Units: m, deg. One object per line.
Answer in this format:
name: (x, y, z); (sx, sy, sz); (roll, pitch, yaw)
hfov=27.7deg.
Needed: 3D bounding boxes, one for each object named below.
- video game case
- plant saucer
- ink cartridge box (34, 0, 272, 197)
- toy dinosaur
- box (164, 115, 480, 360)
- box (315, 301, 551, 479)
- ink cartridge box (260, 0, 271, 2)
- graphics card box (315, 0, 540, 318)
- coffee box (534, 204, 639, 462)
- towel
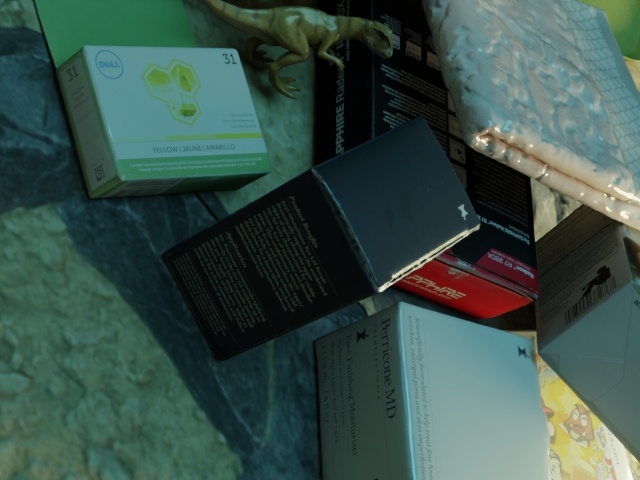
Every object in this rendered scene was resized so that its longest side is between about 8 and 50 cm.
video game case: (0.232, 0.192, 1.335); (0.227, 0.026, 0.206); (3, 68, -43)
plant saucer: (0.370, -0.340, 1.729); (0.241, 0.037, 0.241); (21, 57, -36)
ink cartridge box: (-0.149, -0.155, 1.125); (0.171, 0.056, 0.235); (-6, 76, -45)
toy dinosaur: (-0.039, -0.195, 1.203); (0.212, 0.112, 0.064); (4, 48, -24)
box: (0.000, 0.000, 1.075); (0.153, 0.207, 0.108); (-29, 91, -47)
box: (0.101, 0.169, 1.152); (0.182, 0.119, 0.181); (18, 58, -37)
ink cartridge box: (0.056, -0.346, 1.232); (0.278, 0.117, 0.201); (-10, 49, -10)
graphics card box: (0.106, -0.124, 1.325); (0.233, 0.094, 0.370); (21, 57, -35)
coffee box: (0.310, 0.078, 1.310); (0.168, 0.119, 0.297); (47, 19, -9)
towel: (0.226, -0.177, 1.316); (0.317, 0.053, 0.331); (22, 41, -35)
